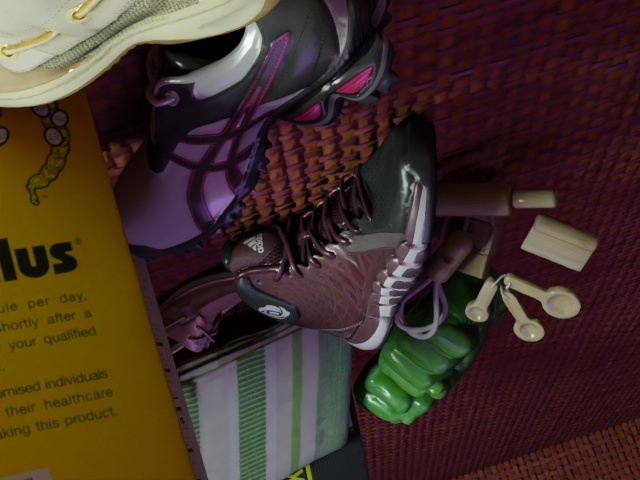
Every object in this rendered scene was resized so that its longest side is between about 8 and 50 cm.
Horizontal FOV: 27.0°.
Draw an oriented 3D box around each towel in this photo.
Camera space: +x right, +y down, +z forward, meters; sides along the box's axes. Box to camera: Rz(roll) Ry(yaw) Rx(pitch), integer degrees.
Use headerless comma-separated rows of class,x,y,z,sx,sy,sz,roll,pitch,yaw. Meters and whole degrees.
towel,-0.104,0.199,1.415,0.325,0.038,0.248,-24,136,-28

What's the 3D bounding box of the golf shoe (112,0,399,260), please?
golf shoe,-0.075,-0.089,0.859,0.120,0.105,0.273,19,135,-36

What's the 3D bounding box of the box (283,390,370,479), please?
box,-0.053,0.273,1.558,0.216,0.270,0.060,-8,173,-26

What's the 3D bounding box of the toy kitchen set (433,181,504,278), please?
toy kitchen set,0.125,-0.014,1.250,0.068,0.083,0.075,18,-173,29

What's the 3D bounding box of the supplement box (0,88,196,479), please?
supplement box,-0.212,0.079,0.758,0.195,0.356,0.194,-9,159,-26

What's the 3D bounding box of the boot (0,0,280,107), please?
boot,-0.161,-0.145,0.596,0.262,0.095,0.203,-6,159,44

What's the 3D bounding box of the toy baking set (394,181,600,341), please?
toy baking set,0.128,0.024,1.230,0.256,0.030,0.196,3,132,18

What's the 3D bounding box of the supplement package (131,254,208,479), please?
supplement package,-0.205,0.145,1.113,0.134,0.244,0.139,3,151,-47

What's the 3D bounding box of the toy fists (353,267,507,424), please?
toy fists,0.120,0.131,1.522,0.142,0.096,0.279,-39,171,-26

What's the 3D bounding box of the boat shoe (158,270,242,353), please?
boat shoe,-0.127,0.082,1.291,0.170,0.059,0.063,-29,158,27

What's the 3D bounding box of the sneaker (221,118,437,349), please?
sneaker,0.000,0.000,1.137,0.162,0.106,0.281,7,140,-7

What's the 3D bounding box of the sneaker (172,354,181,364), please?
sneaker,-0.278,0.197,1.392,0.295,0.109,0.123,-21,161,3
